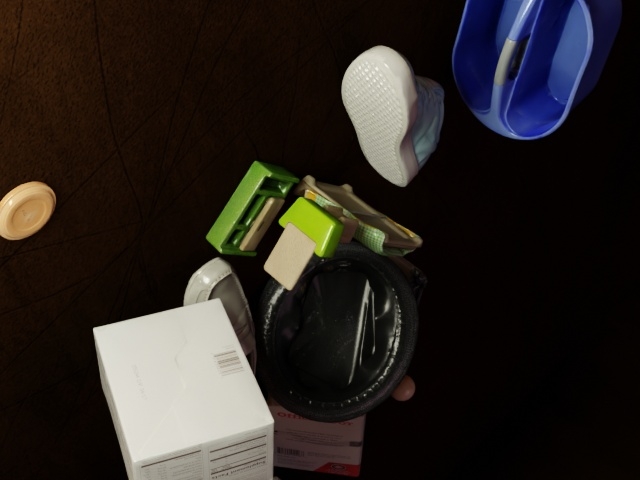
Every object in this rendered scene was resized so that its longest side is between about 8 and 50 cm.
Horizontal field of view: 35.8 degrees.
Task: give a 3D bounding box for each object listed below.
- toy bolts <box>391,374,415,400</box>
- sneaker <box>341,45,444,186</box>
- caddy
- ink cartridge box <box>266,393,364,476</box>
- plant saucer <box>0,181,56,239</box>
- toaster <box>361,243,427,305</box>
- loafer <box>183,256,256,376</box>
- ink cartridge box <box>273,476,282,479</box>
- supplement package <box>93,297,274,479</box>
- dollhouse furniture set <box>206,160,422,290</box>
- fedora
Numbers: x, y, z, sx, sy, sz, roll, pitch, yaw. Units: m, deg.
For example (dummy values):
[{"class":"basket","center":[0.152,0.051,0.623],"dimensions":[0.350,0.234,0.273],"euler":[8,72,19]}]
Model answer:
[{"class":"toy bolts","center":[0.097,0.321,2.201],"dimensions":[0.229,0.158,0.218],"euler":[-3,129,-48]},{"class":"sneaker","center":[0.133,-0.232,1.620],"dimensions":[0.150,0.135,0.366],"euler":[-52,163,-14]},{"class":"caddy","center":[0.357,-0.334,1.692],"dimensions":[0.179,0.241,0.341],"euler":[-36,150,-35]},{"class":"ink cartridge box","center":[-0.004,0.376,2.079],"dimensions":[0.272,0.197,0.114],"euler":[91,7,-52]},{"class":"plant saucer","center":[-0.362,-0.035,1.221],"dimensions":[0.083,0.013,0.083],"euler":[-37,150,-25]},{"class":"toaster","center":[0.116,0.101,1.984],"dimensions":[0.129,0.146,0.227],"euler":[-33,150,-32]},{"class":"loafer","center":[-0.154,0.147,1.664],"dimensions":[0.112,0.111,0.319],"euler":[-39,151,-22]},{"class":"ink cartridge box","center":[-0.145,0.638,2.132],"dimensions":[0.198,0.197,0.270],"euler":[-9,156,8]},{"class":"supplement package","center":[-0.204,0.243,1.470],"dimensions":[0.204,0.262,0.145],"euler":[-12,134,-18]},{"class":"dollhouse furniture set","center":[0.000,0.000,1.617],"dimensions":[0.302,0.197,0.151],"euler":[7,118,-59]},{"class":"fedora","center":[0.021,0.166,1.848],"dimensions":[0.334,0.334,0.152],"euler":[-47,-177,-6]}]
